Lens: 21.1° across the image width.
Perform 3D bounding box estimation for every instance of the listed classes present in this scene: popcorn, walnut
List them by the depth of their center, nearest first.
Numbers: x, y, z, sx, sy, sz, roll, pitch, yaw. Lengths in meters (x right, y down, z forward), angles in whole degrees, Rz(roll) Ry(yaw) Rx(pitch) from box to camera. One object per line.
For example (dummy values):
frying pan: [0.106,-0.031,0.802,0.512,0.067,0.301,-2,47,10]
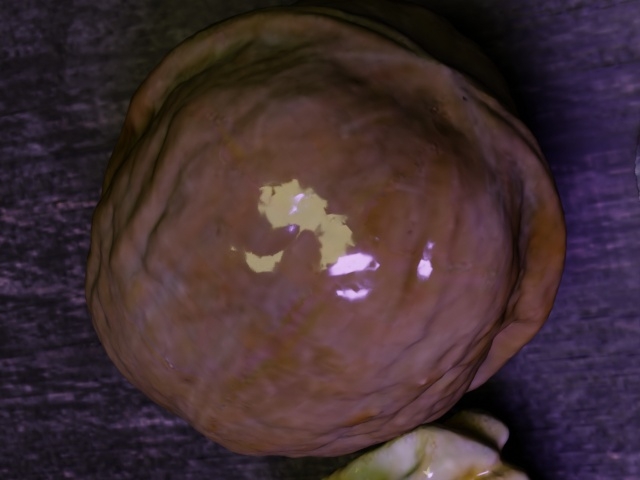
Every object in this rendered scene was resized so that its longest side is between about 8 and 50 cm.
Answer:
walnut: [0.000,0.000,0.944,0.283,0.227,0.283,11,129,14]
popcorn: [0.060,0.208,1.002,0.185,0.187,0.167,45,141,10]

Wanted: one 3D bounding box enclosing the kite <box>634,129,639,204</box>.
kite: [0.224,0.057,0.883,0.169,0.015,0.310,3,74,33]
